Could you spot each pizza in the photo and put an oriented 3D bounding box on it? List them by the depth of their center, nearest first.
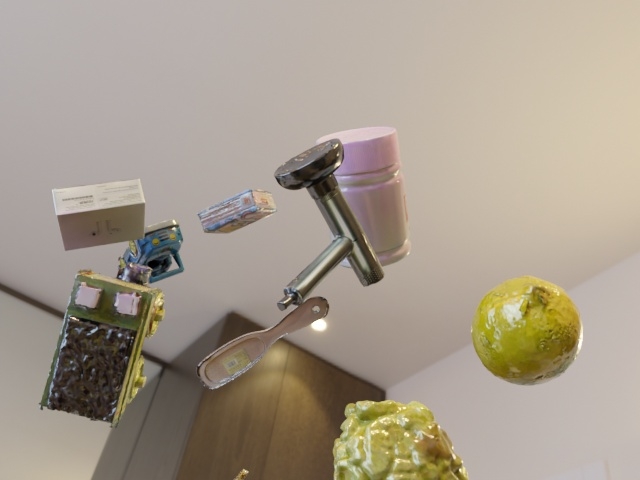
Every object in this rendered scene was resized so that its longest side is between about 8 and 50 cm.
[{"bbox_3d":[-0.141,0.393,1.001,0.016,0.037,0.083,43,-78,14],"label":"pizza"}]

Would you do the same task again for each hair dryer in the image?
[{"bbox_3d":[0.005,-0.017,1.266,0.156,0.284,0.320,-19,-79,31],"label":"hair dryer"}]

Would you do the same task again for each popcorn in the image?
[{"bbox_3d":[0.130,0.359,1.007,0.217,0.235,0.181,-17,-30,-13],"label":"popcorn"}]

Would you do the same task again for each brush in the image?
[{"bbox_3d":[-0.120,0.203,1.322,0.313,0.067,0.072,-33,-80,3],"label":"brush"}]

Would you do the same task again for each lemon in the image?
[{"bbox_3d":[0.329,0.142,1.009,0.174,0.173,0.206,-1,-40,12],"label":"lemon"}]

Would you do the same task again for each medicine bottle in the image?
[{"bbox_3d":[0.109,-0.108,1.558,0.202,0.202,0.315,-3,-71,15],"label":"medicine bottle"}]

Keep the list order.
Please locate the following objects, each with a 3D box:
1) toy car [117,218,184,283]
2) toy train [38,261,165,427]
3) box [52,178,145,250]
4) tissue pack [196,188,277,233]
[{"bbox_3d":[-0.339,0.041,1.285,0.100,0.097,0.191,58,-39,13],"label":"toy car"},{"bbox_3d":[-0.334,0.160,0.982,0.134,0.260,0.177,15,-1,-2],"label":"toy train"},{"bbox_3d":[-0.354,-0.041,1.019,0.130,0.051,0.129,-9,-23,-20],"label":"box"},{"bbox_3d":[-0.197,-0.067,1.510,0.155,0.115,0.065,-21,-97,20],"label":"tissue pack"}]
